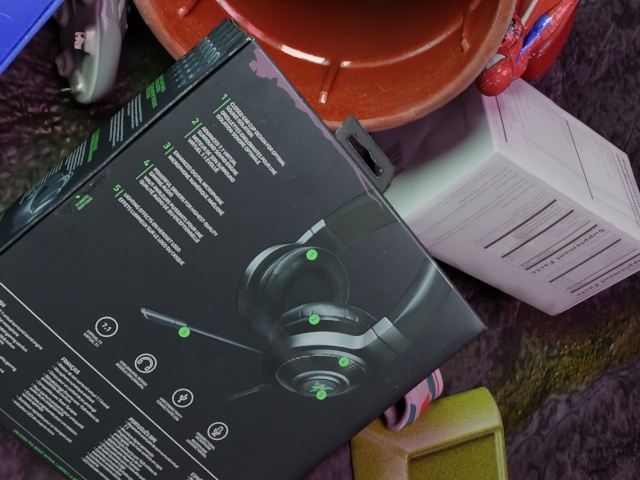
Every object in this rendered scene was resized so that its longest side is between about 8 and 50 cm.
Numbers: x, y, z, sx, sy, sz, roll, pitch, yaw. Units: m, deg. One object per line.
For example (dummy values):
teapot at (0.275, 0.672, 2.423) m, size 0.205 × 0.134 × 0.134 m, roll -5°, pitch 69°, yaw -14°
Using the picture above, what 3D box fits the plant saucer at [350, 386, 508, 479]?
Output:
plant saucer at (0.122, 0.253, 0.809) m, size 0.188 × 0.045 × 0.188 m, roll -6°, pitch 91°, yaw -36°

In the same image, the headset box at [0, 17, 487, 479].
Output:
headset box at (-0.069, 0.029, 0.552) m, size 0.283 × 0.131 × 0.246 m, roll -40°, pitch 113°, yaw 4°

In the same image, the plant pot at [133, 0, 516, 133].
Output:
plant pot at (0.025, -0.267, 0.626) m, size 0.272 × 0.272 × 0.265 m, roll 46°, pitch 42°, yaw -25°

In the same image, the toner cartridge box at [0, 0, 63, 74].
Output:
toner cartridge box at (-0.312, -0.230, 0.467) m, size 0.348 × 0.075 × 0.165 m, roll 41°, pitch 91°, yaw -27°

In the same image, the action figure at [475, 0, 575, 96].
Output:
action figure at (0.173, -0.240, 0.699) m, size 0.091 × 0.139 × 0.280 m, roll 28°, pitch 53°, yaw -23°

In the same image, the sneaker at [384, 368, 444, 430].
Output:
sneaker at (0.055, 0.101, 0.758) m, size 0.075 × 0.057 × 0.161 m, roll -44°, pitch 115°, yaw -40°

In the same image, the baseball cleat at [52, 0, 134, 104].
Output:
baseball cleat at (-0.145, -0.202, 0.626) m, size 0.109 × 0.072 × 0.206 m, roll -1°, pitch 92°, yaw -42°

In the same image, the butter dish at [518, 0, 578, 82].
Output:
butter dish at (0.186, -0.209, 0.836) m, size 0.160 × 0.160 × 0.118 m, roll -58°, pitch 141°, yaw -22°

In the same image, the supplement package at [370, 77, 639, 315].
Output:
supplement package at (0.184, -0.047, 0.789) m, size 0.244 × 0.134 × 0.139 m, roll 26°, pitch 44°, yaw -32°
